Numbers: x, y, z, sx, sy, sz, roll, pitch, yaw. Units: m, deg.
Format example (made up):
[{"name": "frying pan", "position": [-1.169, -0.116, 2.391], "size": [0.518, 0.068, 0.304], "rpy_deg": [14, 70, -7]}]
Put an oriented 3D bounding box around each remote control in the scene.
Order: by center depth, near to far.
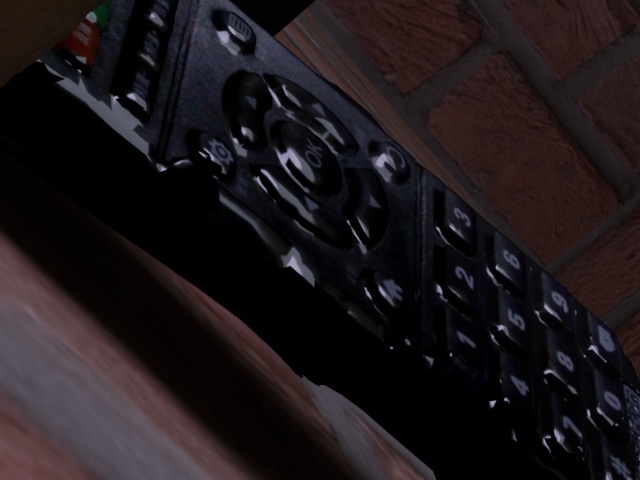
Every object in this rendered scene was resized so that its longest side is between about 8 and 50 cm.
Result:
[{"name": "remote control", "position": [0.000, 0.000, 0.610], "size": [0.399, 0.062, 0.145], "rpy_deg": [39, 28, -22]}]

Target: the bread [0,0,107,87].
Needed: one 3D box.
[{"name": "bread", "position": [-0.105, -0.093, 0.353], "size": [0.148, 0.141, 0.134], "rpy_deg": [53, 9, 11]}]

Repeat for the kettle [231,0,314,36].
[{"name": "kettle", "position": [-0.050, -0.284, 0.900], "size": [0.321, 0.324, 0.228], "rpy_deg": [50, 7, -9]}]
